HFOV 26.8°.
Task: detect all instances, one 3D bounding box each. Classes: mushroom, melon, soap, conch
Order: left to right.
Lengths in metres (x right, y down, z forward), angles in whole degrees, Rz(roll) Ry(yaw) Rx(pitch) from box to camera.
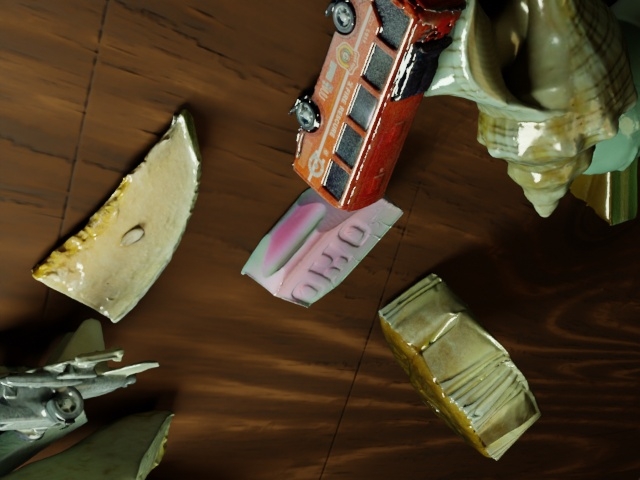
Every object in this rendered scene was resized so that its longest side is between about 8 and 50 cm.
[{"bbox_3d":[-0.229,0.236,1.234,0.333,0.107,0.087,-21,128,-55],"label":"mushroom"},{"bbox_3d":[-0.147,-0.021,1.104,0.182,0.054,0.098,-47,138,6],"label":"melon"},{"bbox_3d":[0.000,0.000,1.311,0.149,0.056,0.100,-48,150,7],"label":"soap"},{"bbox_3d":[0.166,-0.184,1.188,0.203,0.169,0.386,-37,116,-29],"label":"conch"}]

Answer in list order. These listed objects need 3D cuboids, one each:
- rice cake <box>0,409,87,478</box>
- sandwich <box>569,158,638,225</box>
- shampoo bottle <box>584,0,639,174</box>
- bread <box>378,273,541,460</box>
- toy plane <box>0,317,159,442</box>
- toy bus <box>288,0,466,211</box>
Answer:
[{"bbox_3d":[-0.294,0.200,1.218,0.180,0.030,0.042,-32,154,-21],"label":"rice cake"},{"bbox_3d":[0.382,-0.089,1.684,0.074,0.074,0.116,-16,142,-44],"label":"sandwich"},{"bbox_3d":[0.369,-0.194,1.437,0.349,0.151,0.222,-32,157,-23],"label":"shampoo bottle"},{"bbox_3d":[0.166,0.157,1.611,0.110,0.192,0.210,-40,154,-2],"label":"bread"},{"bbox_3d":[-0.266,0.130,1.099,0.262,0.088,0.192,-12,167,-40],"label":"toy plane"},{"bbox_3d":[0.044,-0.136,1.135,0.073,0.096,0.235,-22,148,-40],"label":"toy bus"}]
